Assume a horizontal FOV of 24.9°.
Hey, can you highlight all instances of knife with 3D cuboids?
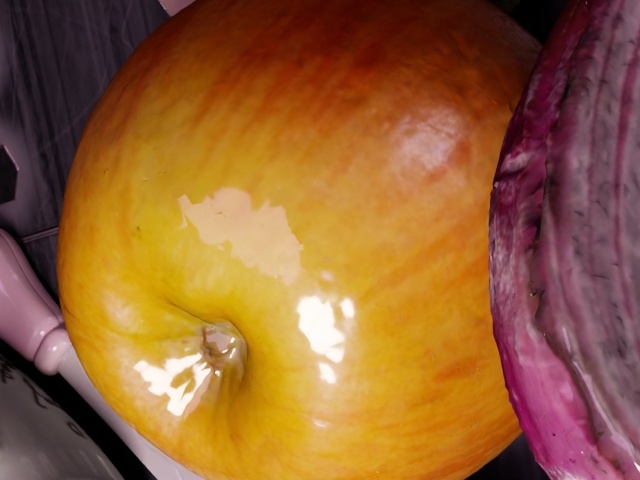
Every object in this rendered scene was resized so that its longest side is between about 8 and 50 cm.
[{"bbox_3d":[-0.165,0.093,1.070,0.336,0.043,0.081,38,115,25],"label":"knife"}]

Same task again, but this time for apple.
[{"bbox_3d":[0.000,0.000,0.728,0.286,0.233,0.286,17,127,25],"label":"apple"}]

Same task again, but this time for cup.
[{"bbox_3d":[-0.267,0.150,1.044,0.234,0.186,0.258,45,153,35],"label":"cup"}]

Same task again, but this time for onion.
[{"bbox_3d":[0.175,-0.025,0.601,0.159,0.267,0.348,130,134,-65],"label":"onion"}]

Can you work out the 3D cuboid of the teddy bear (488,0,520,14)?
[{"bbox_3d":[0.068,-0.242,0.716,0.182,0.129,0.251,-20,85,41],"label":"teddy bear"}]

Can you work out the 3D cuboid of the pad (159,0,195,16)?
[{"bbox_3d":[-0.082,-0.197,0.949,0.188,0.006,0.113,54,129,22],"label":"pad"}]
